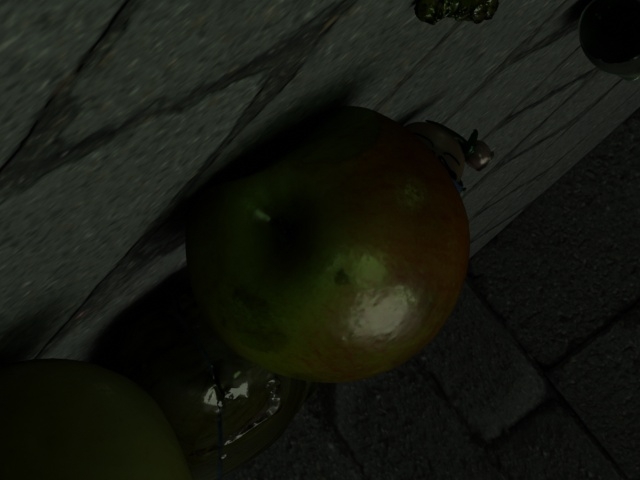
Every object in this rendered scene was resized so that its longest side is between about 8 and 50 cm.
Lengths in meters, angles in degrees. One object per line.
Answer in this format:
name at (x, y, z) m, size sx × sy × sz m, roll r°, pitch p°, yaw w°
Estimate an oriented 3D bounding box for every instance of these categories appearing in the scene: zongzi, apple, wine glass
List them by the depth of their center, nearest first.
apple at (-0.236, 0.244, 1.546) m, size 0.254 × 0.292 × 0.292 m, roll -2°, pitch 155°, yaw -26°
apple at (0.000, 0.000, 1.594) m, size 0.246 × 0.246 × 0.226 m, roll -41°, pitch 154°, yaw 21°
zongzi at (-0.198, 0.197, 1.937) m, size 0.393 × 0.174 × 0.356 m, roll -33°, pitch 169°, yaw 1°
wine glass at (0.350, -0.241, 2.164) m, size 0.103 × 0.103 × 0.222 m, roll -40°, pitch 173°, yaw 13°

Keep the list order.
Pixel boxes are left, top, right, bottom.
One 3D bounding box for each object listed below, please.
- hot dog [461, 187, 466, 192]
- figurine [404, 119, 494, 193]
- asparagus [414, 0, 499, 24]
hot dog at (0.131, -0.049, 2.370) m, size 0.104 × 0.076 × 0.250 m, roll -38°, pitch 171°, yaw -11°
figurine at (0.104, -0.077, 1.983) m, size 0.144 × 0.114 × 0.178 m, roll -45°, pitch -175°, yaw -7°
asparagus at (0.120, -0.197, 1.549) m, size 0.036 × 0.030 × 0.165 m, roll -66°, pitch 163°, yaw 15°
